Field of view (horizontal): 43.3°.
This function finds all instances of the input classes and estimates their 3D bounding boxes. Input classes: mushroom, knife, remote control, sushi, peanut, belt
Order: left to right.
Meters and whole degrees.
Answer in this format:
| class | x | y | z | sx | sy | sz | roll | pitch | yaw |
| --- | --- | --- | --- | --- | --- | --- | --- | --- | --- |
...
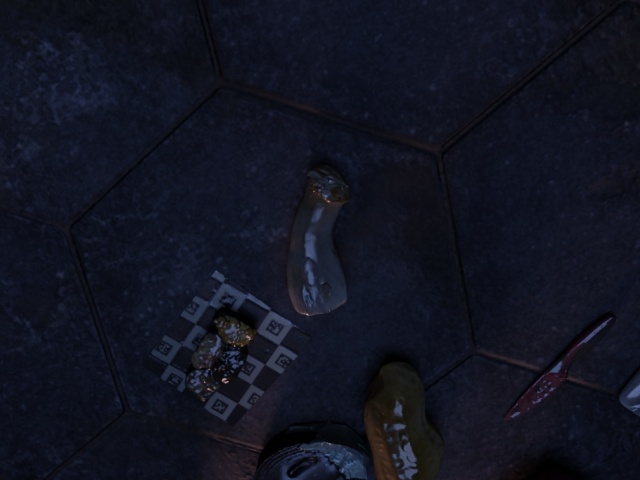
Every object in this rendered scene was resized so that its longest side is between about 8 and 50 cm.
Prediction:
| class | x | y | z | sx | sy | sz | roll | pitch | yaw |
| --- | --- | --- | --- | --- | --- | --- | --- | --- | --- |
| sushi | -0.152 | 0.187 | 1.274 | 0.192 | 0.050 | 0.215 | 37 | 106 | -11 |
| belt | -0.014 | 0.377 | 1.322 | 0.199 | 0.078 | 0.151 | -19 | 103 | 9 |
| mushroom | -0.004 | -0.002 | 1.194 | 0.092 | 0.081 | 0.223 | 13 | 107 | 32 |
| peanut | 0.132 | 0.302 | 1.282 | 0.120 | 0.110 | 0.236 | -1 | 103 | 24 |
| knife | 0.383 | 0.207 | 1.291 | 0.035 | 0.018 | 0.247 | 35 | 109 | -13 |
| remote control | 0.568 | 0.191 | 1.265 | 0.073 | 0.044 | 0.229 | 33 | 106 | -12 |

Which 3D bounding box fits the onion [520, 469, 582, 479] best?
| class | x | y | z | sx | sy | sz | roll | pitch | yaw |
| --- | --- | --- | --- | --- | --- | --- | --- | --- | --- |
| onion | 0.379 | 0.463 | 1.310 | 0.177 | 0.153 | 0.177 | 2 | 102 | 10 |
